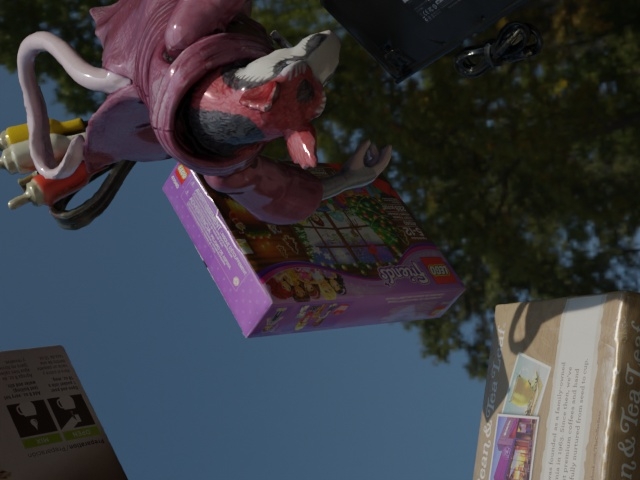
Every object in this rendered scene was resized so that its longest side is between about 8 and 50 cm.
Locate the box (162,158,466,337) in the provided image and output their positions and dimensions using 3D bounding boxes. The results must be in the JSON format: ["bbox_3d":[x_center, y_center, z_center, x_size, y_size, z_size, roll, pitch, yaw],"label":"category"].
[{"bbox_3d":[0.000,0.000,1.029,0.293,0.057,0.201,-1,-131,-45],"label":"box"}]

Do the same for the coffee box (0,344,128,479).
[{"bbox_3d":[-0.210,0.246,0.684,0.119,0.168,0.297,-1,-130,-51],"label":"coffee box"}]

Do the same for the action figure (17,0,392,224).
[{"bbox_3d":[-0.092,-0.132,0.679,0.370,0.276,0.248,-126,26,-65],"label":"action figure"}]

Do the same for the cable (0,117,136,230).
[{"bbox_3d":[-0.212,-0.113,1.019,0.139,0.287,0.072,53,167,31],"label":"cable"}]

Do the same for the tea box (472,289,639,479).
[{"bbox_3d":[0.334,0.244,0.922,0.324,0.220,0.329,13,-102,-19],"label":"tea box"}]

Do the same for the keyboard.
[{"bbox_3d":[0.070,-0.134,0.526,0.108,0.180,0.023,44,-111,-11],"label":"keyboard"}]
